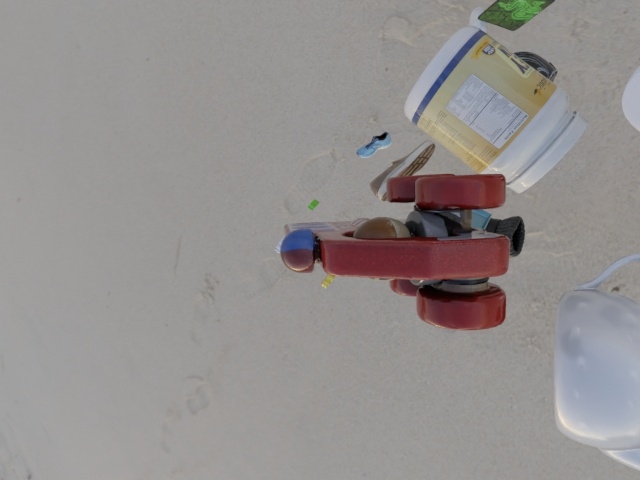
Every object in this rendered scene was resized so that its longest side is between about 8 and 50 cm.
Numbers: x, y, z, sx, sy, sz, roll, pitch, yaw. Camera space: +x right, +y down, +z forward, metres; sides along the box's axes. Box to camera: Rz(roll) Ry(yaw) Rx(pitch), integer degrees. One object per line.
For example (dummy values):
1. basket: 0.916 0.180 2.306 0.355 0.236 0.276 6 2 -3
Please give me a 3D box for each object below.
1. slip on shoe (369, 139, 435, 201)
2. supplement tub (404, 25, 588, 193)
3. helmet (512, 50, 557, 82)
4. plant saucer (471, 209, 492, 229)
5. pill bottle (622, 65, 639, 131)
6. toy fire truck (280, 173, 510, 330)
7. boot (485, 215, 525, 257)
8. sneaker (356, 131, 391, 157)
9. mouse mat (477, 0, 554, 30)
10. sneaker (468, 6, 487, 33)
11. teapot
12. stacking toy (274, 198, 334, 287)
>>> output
1. slip on shoe: 0.145 -0.131 0.739 0.135 0.051 0.041 -48 62 16
2. supplement tub: 0.366 -0.273 0.886 0.316 0.228 0.228 40 134 6
3. helmet: 0.537 -0.431 1.136 0.162 0.169 0.169 33 130 23
4. plant saucer: 0.282 -0.030 0.796 0.067 0.192 0.018 30 123 17
5. pill bottle: 0.514 -0.211 0.582 0.124 0.222 0.124 27 128 42
6. toy fire truck: 0.077 0.006 0.524 0.302 0.254 0.169 -123 30 -80
7. boot: 0.674 -0.082 1.651 0.260 0.131 0.347 -16 61 51
8. sneaker: 0.221 -0.410 1.739 0.063 0.162 0.073 57 175 34
9. mouse mat: 0.606 -0.717 1.277 0.153 0.190 0.007 -26 70 59
10. sneaker: 0.501 -0.652 1.428 0.123 0.106 0.289 4 102 8
11. teapot: 0.463 0.189 0.618 0.187 0.252 0.256 -1 125 34
12. stacking toy: 0.000 0.000 1.103 0.167 0.221 0.052 36 140 -2
